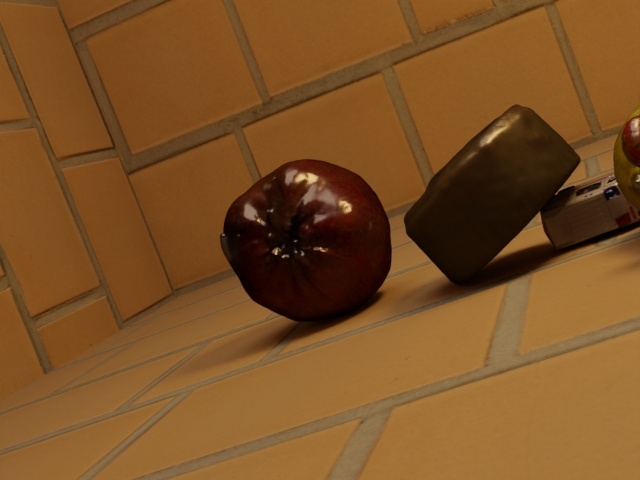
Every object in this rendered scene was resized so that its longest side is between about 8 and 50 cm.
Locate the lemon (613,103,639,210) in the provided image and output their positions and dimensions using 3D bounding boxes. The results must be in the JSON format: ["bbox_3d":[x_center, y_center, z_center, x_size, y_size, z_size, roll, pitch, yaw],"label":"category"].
[{"bbox_3d":[0.498,-0.114,1.461,0.184,0.184,0.248,-18,13,40],"label":"lemon"}]

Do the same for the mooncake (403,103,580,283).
[{"bbox_3d":[0.264,-0.078,1.677,0.284,0.155,0.284,-45,-5,-5],"label":"mooncake"}]

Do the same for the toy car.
[{"bbox_3d":[0.443,-0.056,1.622,0.210,0.089,0.108,-22,4,25],"label":"toy car"}]

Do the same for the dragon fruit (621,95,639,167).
[{"bbox_3d":[0.510,-0.151,1.288,0.268,0.295,0.130,10,-10,23],"label":"dragon fruit"}]

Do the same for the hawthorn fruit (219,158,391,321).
[{"bbox_3d":[-0.013,-0.004,1.904,0.308,0.308,0.325,-20,15,15],"label":"hawthorn fruit"}]
